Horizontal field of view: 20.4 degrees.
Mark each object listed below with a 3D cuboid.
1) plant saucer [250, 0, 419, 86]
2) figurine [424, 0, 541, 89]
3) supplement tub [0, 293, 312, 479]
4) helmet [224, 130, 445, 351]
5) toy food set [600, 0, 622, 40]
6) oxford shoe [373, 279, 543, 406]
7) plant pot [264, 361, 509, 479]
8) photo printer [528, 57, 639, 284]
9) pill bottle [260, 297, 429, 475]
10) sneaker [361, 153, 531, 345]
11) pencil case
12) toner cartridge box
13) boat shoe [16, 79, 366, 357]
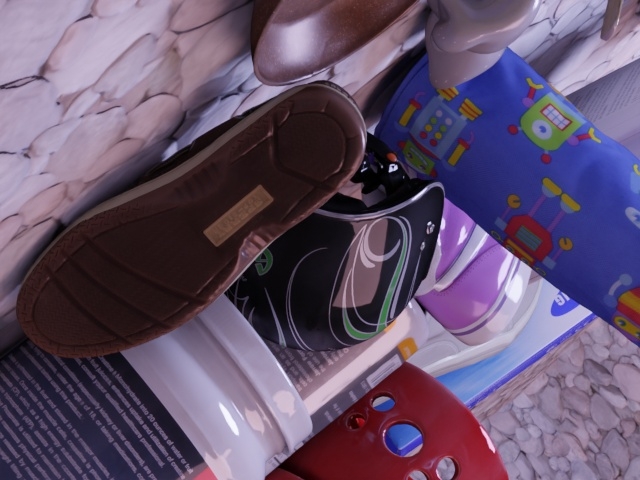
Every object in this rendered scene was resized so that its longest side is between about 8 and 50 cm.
[{"bbox_3d":[0.028,-0.171,1.050,0.198,0.036,0.198,-38,166,-11],"label":"plant saucer"},{"bbox_3d":[0.153,-0.194,1.246,0.215,0.092,0.209,-39,171,-3],"label":"figurine"},{"bbox_3d":[-0.161,0.152,1.240,0.272,0.191,0.191,-38,167,-12],"label":"supplement tub"},{"bbox_3d":[0.000,0.000,1.269,0.169,0.169,0.161,-30,148,-39],"label":"helmet"},{"bbox_3d":[0.256,-0.251,1.375,0.192,0.038,0.132,128,-19,-58],"label":"toy food set"},{"bbox_3d":[0.103,0.044,1.769,0.449,0.169,0.130,-24,135,-52],"label":"oxford shoe"},{"bbox_3d":[0.039,0.218,1.511,0.174,0.191,0.191,-42,170,-30],"label":"plant pot"},{"bbox_3d":[0.252,-0.069,1.671,0.307,0.107,0.256,-27,-166,32],"label":"photo printer"},{"bbox_3d":[-0.062,0.102,1.432,0.278,0.162,0.162,-39,167,-4],"label":"pill bottle"},{"bbox_3d":[0.118,-0.067,1.508,0.102,0.161,0.282,-28,-147,39],"label":"sneaker"},{"bbox_3d":[0.192,-0.041,1.378,0.133,0.306,0.119,-48,171,-27],"label":"pencil case"},{"bbox_3d":[0.177,0.076,1.986,0.348,0.165,0.075,-35,167,-9],"label":"toner cartridge box"},{"bbox_3d":[-0.079,-0.014,1.151,0.257,0.095,0.095,-30,-163,10],"label":"boat shoe"}]
